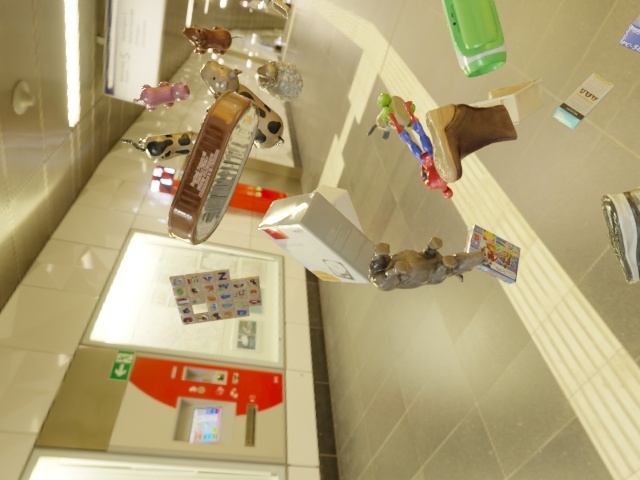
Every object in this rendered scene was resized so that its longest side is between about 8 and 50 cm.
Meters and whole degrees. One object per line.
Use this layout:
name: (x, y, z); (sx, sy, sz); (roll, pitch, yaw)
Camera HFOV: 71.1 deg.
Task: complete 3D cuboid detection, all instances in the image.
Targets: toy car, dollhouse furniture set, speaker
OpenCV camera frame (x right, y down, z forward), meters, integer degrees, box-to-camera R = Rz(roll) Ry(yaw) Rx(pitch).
toy car: (0.274, -0.472, 1.800); (0.188, 0.154, 0.149); (-46, 42, 49)
dollhouse furniture set: (-0.153, -0.687, 1.299); (0.081, 0.114, 0.091); (-46, -13, -11)
speaker: (0.411, -0.607, 1.215); (0.131, 0.131, 0.297); (175, 79, -76)

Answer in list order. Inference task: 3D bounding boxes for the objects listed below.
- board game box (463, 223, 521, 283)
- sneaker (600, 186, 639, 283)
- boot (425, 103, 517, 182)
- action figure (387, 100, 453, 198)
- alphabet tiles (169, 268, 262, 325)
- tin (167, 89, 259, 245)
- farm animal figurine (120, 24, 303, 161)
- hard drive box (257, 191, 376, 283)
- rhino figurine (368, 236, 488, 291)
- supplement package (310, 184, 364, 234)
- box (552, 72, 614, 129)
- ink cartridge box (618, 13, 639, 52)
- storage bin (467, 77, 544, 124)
board game box: (0.584, 0.047, 1.523); (0.035, 0.201, 0.136); (-41, 25, 62)
sneaker: (0.942, -0.022, 1.215); (0.257, 0.447, 0.169); (-21, 55, 26)
boot: (0.376, -0.246, 1.083); (0.090, 0.206, 0.249); (86, -179, -55)
action figure: (0.299, -0.244, 1.245); (0.091, 0.281, 0.139); (-29, -2, 28)
alphabet tiles: (-0.288, 0.158, 1.269); (0.009, 0.237, 0.198); (-108, 14, -49)
tin: (-0.125, -0.083, 0.538); (0.106, 0.040, 0.190); (-71, 4, -81)
farm animal figurine: (-0.209, -0.288, 0.965); (0.172, 0.326, 0.331); (22, 92, 57)
hard drive box: (0.000, 0.000, 1.033); (0.181, 0.232, 0.089); (-4, 51, 54)
rhino figurine: (0.199, 0.045, 0.817); (0.106, 0.243, 0.073); (113, 149, -57)
supplement package: (0.047, -0.056, 1.870); (0.175, 0.177, 0.293); (22, 144, 52)
box: (1.054, -0.559, 1.794); (0.244, 0.100, 0.060); (-42, -19, -14)
ink cartridge box: (1.099, -0.642, 1.453); (0.046, 0.207, 0.097); (-50, -20, -7)
storage bin: (0.783, -0.580, 1.934); (0.260, 0.262, 0.123); (3, 119, 50)
